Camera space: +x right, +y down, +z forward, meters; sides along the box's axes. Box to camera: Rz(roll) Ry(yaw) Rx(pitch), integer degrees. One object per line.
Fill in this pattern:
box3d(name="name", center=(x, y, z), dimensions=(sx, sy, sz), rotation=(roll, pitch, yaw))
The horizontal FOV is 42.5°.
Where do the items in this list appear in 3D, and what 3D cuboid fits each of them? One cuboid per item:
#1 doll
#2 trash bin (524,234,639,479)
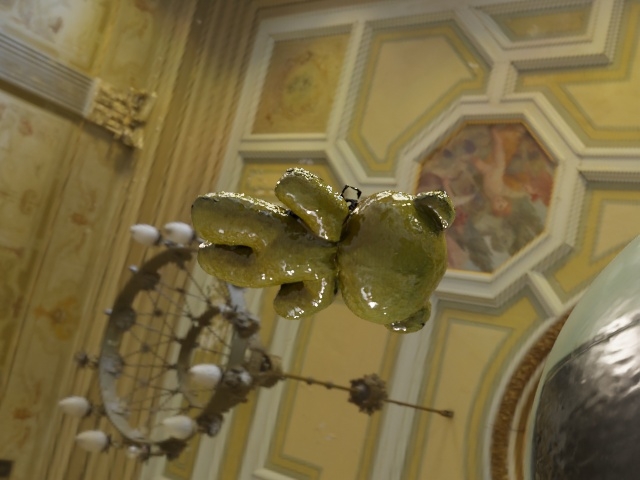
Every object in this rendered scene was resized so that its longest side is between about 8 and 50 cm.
box3d(name="doll", center=(0.000, 0.000, 0.669), dimensions=(0.209, 0.097, 0.137), rotation=(11, -62, 9))
box3d(name="trash bin", center=(0.314, 0.144, 0.423), dimensions=(0.280, 0.431, 0.281), rotation=(-36, -138, 41))
